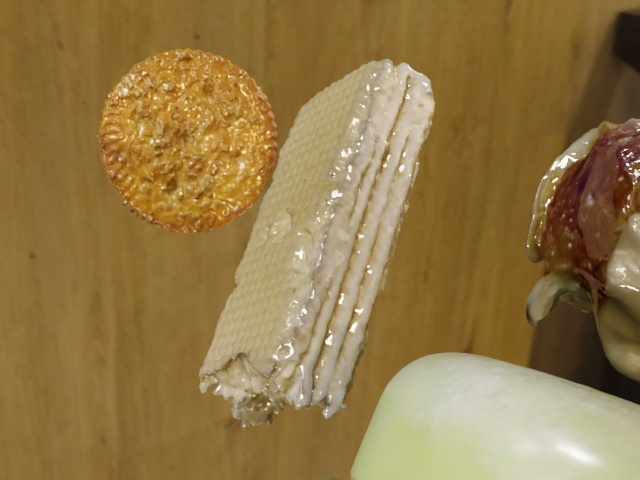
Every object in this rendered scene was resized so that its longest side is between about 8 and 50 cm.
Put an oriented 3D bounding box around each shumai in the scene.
[{"bbox_3d":[0.204,0.037,0.581,0.185,0.184,0.218,-14,86,-9],"label":"shumai"}]

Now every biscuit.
[{"bbox_3d":[-0.177,-0.136,1.465,0.253,0.035,0.254,-1,93,-16],"label":"biscuit"},{"bbox_3d":[0.000,0.000,0.667,0.061,0.108,0.239,29,63,-23],"label":"biscuit"}]

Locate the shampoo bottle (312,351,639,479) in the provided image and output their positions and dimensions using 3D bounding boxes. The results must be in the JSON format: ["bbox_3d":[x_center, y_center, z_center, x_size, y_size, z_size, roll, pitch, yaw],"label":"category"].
[{"bbox_3d":[0.109,0.235,0.524,0.322,0.322,0.317,32,76,-47],"label":"shampoo bottle"}]
